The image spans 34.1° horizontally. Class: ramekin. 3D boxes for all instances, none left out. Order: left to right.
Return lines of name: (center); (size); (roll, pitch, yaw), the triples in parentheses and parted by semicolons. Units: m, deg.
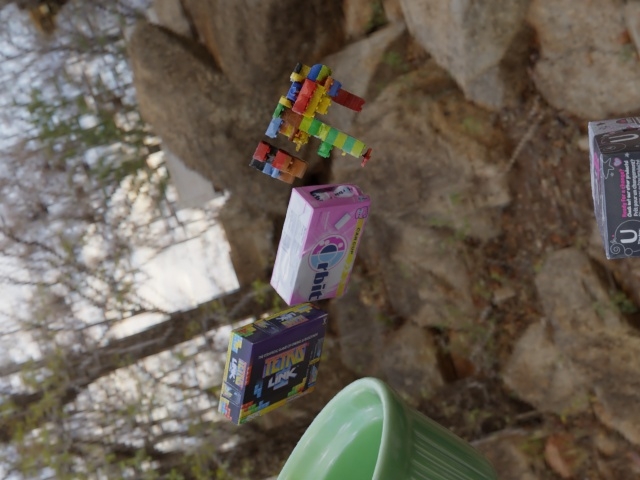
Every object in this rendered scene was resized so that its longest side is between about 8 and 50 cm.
ramekin: (0.046, 0.302, 1.030); (0.148, 0.303, 0.303); (29, -157, -12)

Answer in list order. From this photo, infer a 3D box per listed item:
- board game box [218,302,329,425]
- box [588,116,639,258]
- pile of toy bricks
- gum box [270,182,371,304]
board game box: (-0.068, 0.181, 1.554); (0.170, 0.048, 0.141); (-18, -53, -47)
box: (0.476, -0.087, 1.544); (0.247, 0.142, 0.163); (-62, -35, -71)
pile of toy bricks: (0.003, -0.108, 1.039); (0.212, 0.105, 0.118); (-90, 25, -80)
gum box: (0.000, 0.000, 1.596); (0.062, 0.107, 0.188); (47, 133, 41)
